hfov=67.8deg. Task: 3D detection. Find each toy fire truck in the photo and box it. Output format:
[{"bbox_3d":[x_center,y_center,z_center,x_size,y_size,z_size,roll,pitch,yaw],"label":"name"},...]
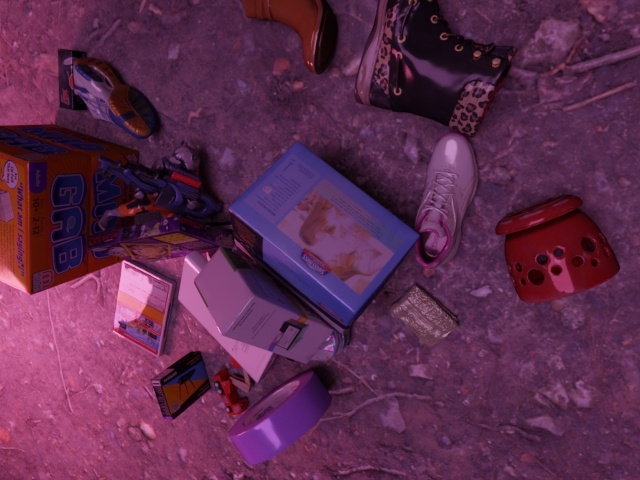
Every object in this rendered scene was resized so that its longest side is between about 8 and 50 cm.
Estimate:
[{"bbox_3d":[-0.255,0.436,1.453,0.135,0.047,0.192,-20,95,27],"label":"toy fire truck"}]

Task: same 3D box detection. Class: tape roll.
[{"bbox_3d":[-0.106,0.464,1.268,0.275,0.275,0.090,-37,88,27],"label":"tape roll"}]

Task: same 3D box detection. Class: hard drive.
[{"bbox_3d":[-0.261,0.217,1.336,0.353,0.047,0.233,42,138,15],"label":"hard drive"}]

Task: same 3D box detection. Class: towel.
[{"bbox_3d":[0.255,0.186,1.172,0.148,0.027,0.110,44,116,7],"label":"towel"}]

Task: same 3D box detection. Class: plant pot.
[{"bbox_3d":[0.460,0.011,0.945,0.191,0.191,0.174,-22,89,27],"label":"plant pot"}]

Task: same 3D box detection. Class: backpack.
[{"bbox_3d":[-0.013,0.256,1.259,0.182,0.115,0.151,-8,100,26],"label":"backpack"}]

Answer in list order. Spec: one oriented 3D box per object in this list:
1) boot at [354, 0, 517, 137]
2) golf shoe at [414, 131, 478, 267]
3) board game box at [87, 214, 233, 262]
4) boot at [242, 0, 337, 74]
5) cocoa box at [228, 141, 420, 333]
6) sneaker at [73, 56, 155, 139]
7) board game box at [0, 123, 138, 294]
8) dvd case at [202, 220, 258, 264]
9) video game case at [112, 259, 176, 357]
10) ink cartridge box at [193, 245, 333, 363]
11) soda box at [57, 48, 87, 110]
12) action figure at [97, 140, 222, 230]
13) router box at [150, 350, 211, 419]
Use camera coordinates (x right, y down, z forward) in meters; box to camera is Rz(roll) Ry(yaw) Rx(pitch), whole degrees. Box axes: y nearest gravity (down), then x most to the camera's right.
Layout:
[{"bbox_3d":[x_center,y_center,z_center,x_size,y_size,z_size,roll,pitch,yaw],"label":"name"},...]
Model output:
[{"bbox_3d":[0.248,-0.411,0.948,0.284,0.138,0.377,28,117,16],"label":"boot"},{"bbox_3d":[0.268,-0.078,1.032,0.115,0.140,0.306,11,107,23],"label":"golf shoe"},{"bbox_3d":[-0.440,0.004,1.315,0.347,0.208,0.056,-9,68,27],"label":"board game box"},{"bbox_3d":[-0.080,-0.519,1.077,0.220,0.109,0.283,4,104,21],"label":"boot"},{"bbox_3d":[0.000,0.000,1.071,0.347,0.231,0.228,39,161,10],"label":"cocoa box"},{"bbox_3d":[-0.586,-0.382,1.359,0.296,0.112,0.131,47,134,7],"label":"sneaker"},{"bbox_3d":[-0.797,-0.114,1.367,0.356,0.356,0.356,19,111,18],"label":"board game box"},{"bbox_3d":[-0.254,0.052,1.364,0.165,0.018,0.221,-3,103,26],"label":"dvd case"},{"bbox_3d":[-0.578,0.219,1.549,0.204,0.025,0.285,23,112,16],"label":"video game case"},{"bbox_3d":[-0.129,0.155,1.116,0.117,0.278,0.201,-51,43,6],"label":"ink cartridge box"},{"bbox_3d":[-0.734,-0.475,1.411,0.060,0.053,0.168,15,110,20],"label":"soda box"},{"bbox_3d":[-0.462,-0.148,1.292,0.330,0.341,0.178,-40,45,20],"label":"action figure"},{"bbox_3d":[-0.422,0.438,1.454,0.046,0.179,0.133,-9,101,28],"label":"router box"}]
